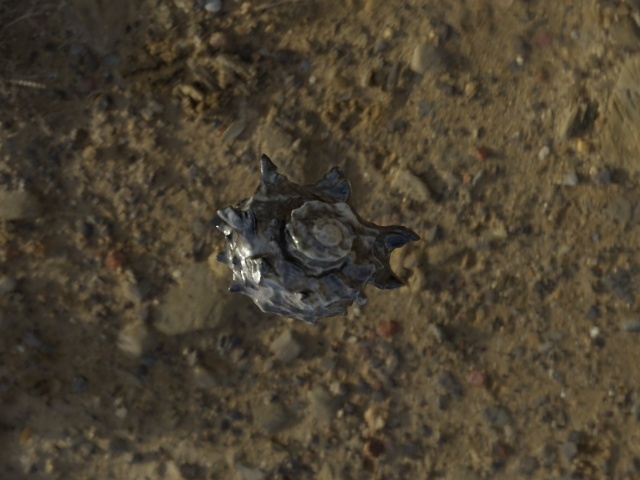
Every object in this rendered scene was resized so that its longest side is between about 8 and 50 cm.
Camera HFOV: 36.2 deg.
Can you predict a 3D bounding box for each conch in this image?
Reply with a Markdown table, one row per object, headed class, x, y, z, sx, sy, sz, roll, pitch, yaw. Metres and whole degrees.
| class | x | y | z | sx | sy | sz | roll | pitch | yaw |
| --- | --- | --- | --- | --- | --- | --- | --- | --- | --- |
| conch | 0.001 | 0.013 | 1.302 | 0.241 | 0.313 | 0.186 | 43 | 109 | 36 |
